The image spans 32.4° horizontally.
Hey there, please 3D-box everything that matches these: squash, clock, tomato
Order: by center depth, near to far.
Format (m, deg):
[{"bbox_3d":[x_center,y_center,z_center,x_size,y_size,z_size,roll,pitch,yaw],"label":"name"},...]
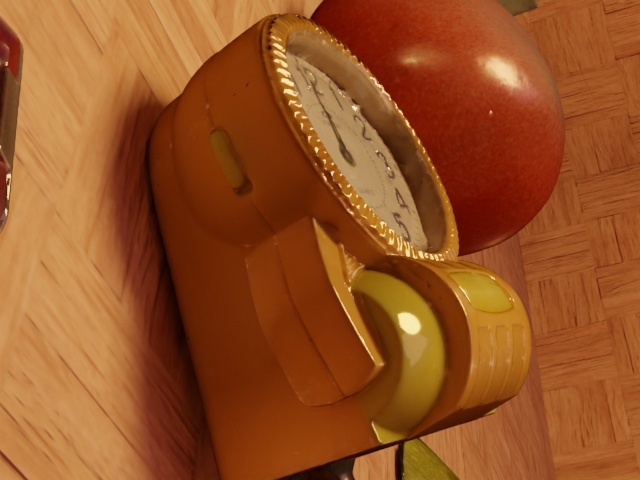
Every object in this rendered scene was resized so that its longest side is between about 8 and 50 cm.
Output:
[{"bbox_3d":[0.000,0.000,0.792,0.244,0.200,0.317,7,56,-65],"label":"clock"},{"bbox_3d":[0.134,-0.153,1.266,0.341,0.273,0.341,-14,90,-74],"label":"tomato"},{"bbox_3d":[0.153,0.307,1.273,0.192,0.085,0.184,49,31,-62],"label":"squash"}]

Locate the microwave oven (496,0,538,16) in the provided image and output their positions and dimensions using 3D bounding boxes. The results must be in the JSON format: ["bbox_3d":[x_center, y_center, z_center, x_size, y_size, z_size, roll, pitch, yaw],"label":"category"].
[{"bbox_3d":[0.126,-0.476,1.538,0.218,0.286,0.355,-87,153,-51],"label":"microwave oven"}]

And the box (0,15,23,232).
[{"bbox_3d":[-0.199,-0.092,0.401,0.224,0.069,0.120,51,29,-56],"label":"box"}]

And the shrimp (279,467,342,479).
[{"bbox_3d":[0.029,0.277,0.747,0.185,0.068,0.287,28,38,-18],"label":"shrimp"}]

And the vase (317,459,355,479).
[{"bbox_3d":[0.040,0.257,0.894,0.182,0.120,0.120,61,11,15],"label":"vase"}]
